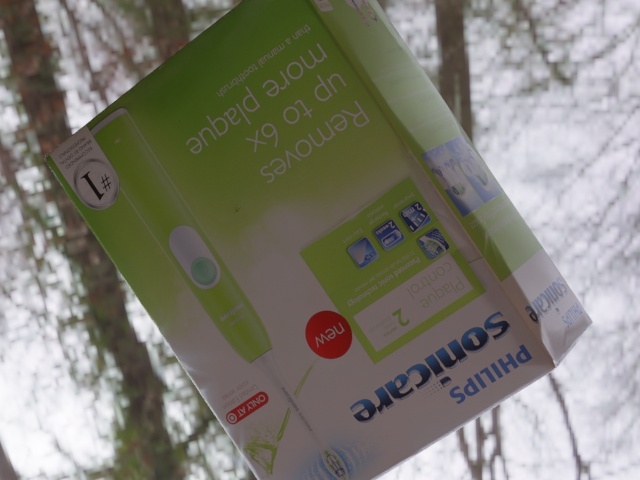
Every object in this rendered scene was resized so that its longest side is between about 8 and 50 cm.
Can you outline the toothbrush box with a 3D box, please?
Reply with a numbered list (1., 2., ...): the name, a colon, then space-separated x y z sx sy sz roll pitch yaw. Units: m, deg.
1. toothbrush box: 0.000 0.000 1.081 0.206 0.283 0.122 -34 179 22
